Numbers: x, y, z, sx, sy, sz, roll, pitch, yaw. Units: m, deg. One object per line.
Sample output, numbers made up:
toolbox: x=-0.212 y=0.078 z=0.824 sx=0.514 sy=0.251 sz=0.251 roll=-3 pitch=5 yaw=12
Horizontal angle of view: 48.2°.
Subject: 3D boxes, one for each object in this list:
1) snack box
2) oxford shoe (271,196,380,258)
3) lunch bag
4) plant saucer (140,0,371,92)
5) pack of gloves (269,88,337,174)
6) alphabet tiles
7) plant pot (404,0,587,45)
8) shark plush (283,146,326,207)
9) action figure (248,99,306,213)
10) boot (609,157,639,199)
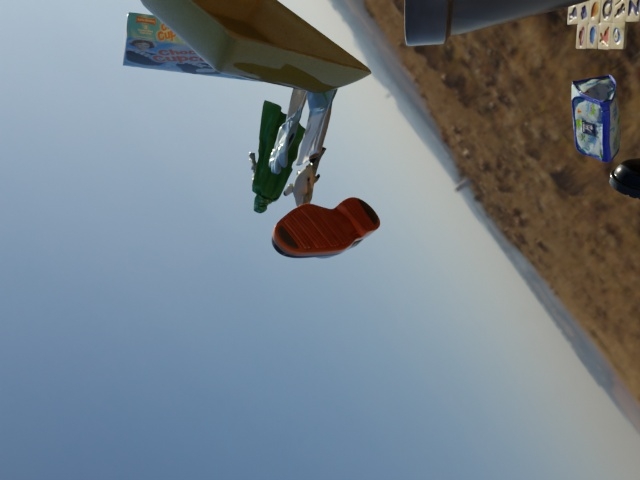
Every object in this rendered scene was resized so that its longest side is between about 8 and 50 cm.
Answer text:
snack box: x=-0.261 y=-0.415 z=1.559 sx=0.187 sy=0.322 sz=0.060 roll=164 pitch=108 yaw=-72
oxford shoe: x=0.000 y=0.000 z=1.579 sx=0.130 sy=0.133 sz=0.364 roll=54 pitch=-148 yaw=16
lunch bag: x=0.551 y=-0.241 z=1.420 sx=0.151 sy=0.096 sz=0.128 roll=-81 pitch=-22 yaw=-59
plant saucer: x=-0.131 y=-0.349 z=1.182 sx=0.333 sy=0.081 sz=0.333 roll=-1 pitch=-142 yaw=-50
pack of gloves: x=-0.040 y=-0.242 z=1.324 sx=0.046 sy=0.195 sz=0.232 roll=25 pitch=-112 yaw=-27
alphabet tiles: x=0.636 y=-0.575 z=1.600 sx=0.342 sy=0.011 sz=0.285 roll=-111 pitch=19 yaw=-73
plant pot: x=0.270 y=-0.456 z=1.056 sx=0.323 sy=0.281 sz=0.323 roll=1 pitch=-90 yaw=-82
shark plush: x=-0.029 y=-0.146 z=1.666 sx=0.073 sy=0.161 sz=0.067 roll=26 pitch=-160 yaw=38
action figure: x=-0.106 y=-0.166 z=1.535 sx=0.137 sy=0.063 sz=0.232 roll=28 pitch=-115 yaw=-38
boot: x=0.879 y=-0.235 z=1.698 sx=0.131 sy=0.348 sz=0.260 roll=-68 pitch=-26 yaw=-55
